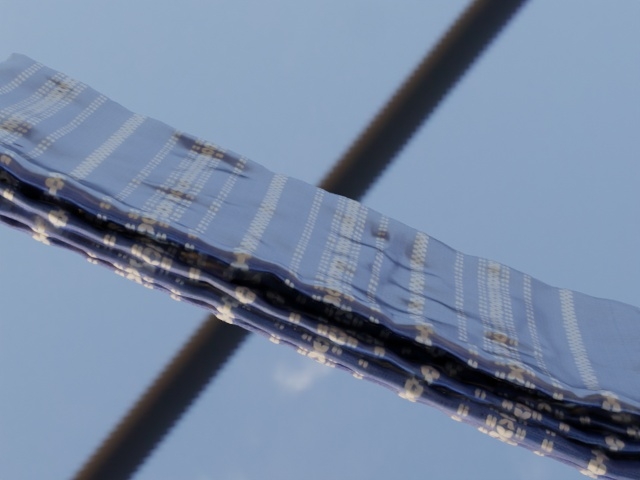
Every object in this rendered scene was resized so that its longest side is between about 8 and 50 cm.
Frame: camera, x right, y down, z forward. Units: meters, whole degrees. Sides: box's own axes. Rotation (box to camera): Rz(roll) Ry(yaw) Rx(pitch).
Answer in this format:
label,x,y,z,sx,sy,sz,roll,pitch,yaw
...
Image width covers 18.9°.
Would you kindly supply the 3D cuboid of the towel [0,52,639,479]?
label,x,y,z,sx,sy,sz,roll,pitch,yaw
towel,0.000,0.000,0.799,0.336,0.040,0.243,23,-169,-1
